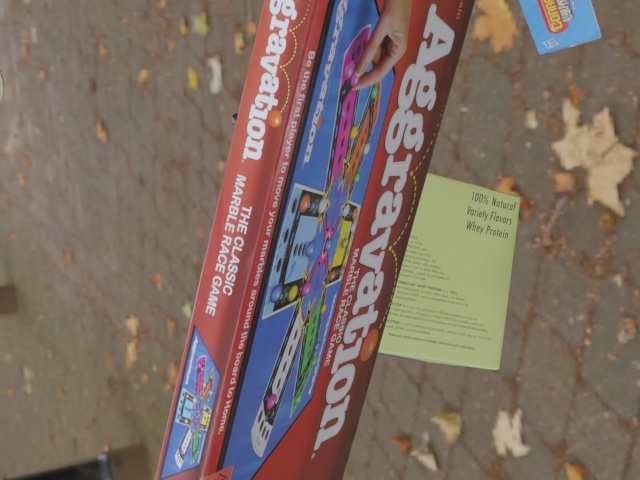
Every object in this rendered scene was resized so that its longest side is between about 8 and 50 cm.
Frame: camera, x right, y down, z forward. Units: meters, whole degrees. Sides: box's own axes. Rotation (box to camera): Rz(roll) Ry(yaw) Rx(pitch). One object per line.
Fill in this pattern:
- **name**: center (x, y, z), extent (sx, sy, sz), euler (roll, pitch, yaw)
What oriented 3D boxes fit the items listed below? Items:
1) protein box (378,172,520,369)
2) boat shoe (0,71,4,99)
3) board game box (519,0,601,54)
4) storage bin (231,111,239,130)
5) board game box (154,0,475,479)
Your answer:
- **protein box**: center (0.099, 0.032, 1.283), extent (0.136, 0.200, 0.201), euler (-3, 77, 60)
- **boat shoe**: center (-0.470, -0.199, 1.544), extent (0.050, 0.045, 0.135), euler (50, 142, 12)
- **board game box**: center (0.270, -0.455, 1.461), extent (0.308, 0.086, 0.301), euler (52, -150, -51)
- **storage bin**: center (-0.042, -0.127, 1.499), extent (0.180, 0.122, 0.084), euler (-125, 24, -69)
- **board game box**: center (0.000, 0.000, 0.507), extent (0.027, 0.145, 0.281), euler (21, 105, 26)
